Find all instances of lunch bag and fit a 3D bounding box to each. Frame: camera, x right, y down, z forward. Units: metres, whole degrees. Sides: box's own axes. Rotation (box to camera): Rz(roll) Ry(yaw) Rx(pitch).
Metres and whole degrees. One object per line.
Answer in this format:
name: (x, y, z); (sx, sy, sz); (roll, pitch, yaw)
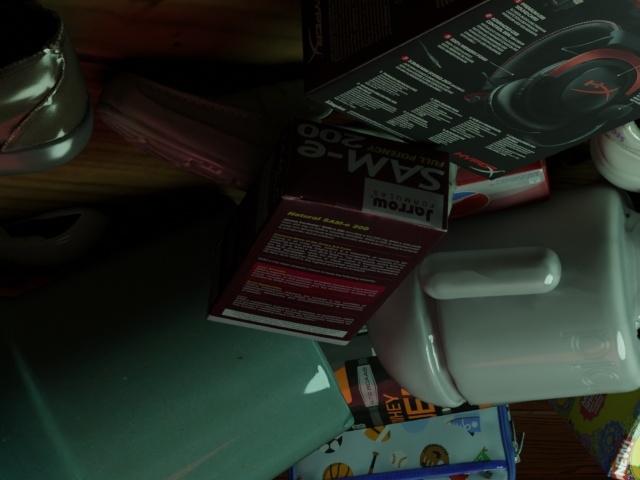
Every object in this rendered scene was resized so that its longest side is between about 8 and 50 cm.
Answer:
lunch bag: (0.106, 0.254, 1.955); (0.303, 0.243, 0.115); (-7, 162, 5)

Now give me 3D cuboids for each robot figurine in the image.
robot figurine: (0.193, 0.055, 1.486); (0.353, 0.200, 0.300); (-8, 161, 21)

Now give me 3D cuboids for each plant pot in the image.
plant pot: (-0.168, 0.148, 1.523); (0.334, 0.341, 0.341); (-29, 161, -2)

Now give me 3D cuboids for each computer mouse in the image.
computer mouse: (-0.299, 0.009, 1.523); (0.193, 0.042, 0.106); (-13, 159, 14)

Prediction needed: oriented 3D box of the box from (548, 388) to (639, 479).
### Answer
box: (0.446, 0.122, 1.636); (0.279, 0.290, 0.177); (18, -164, -19)

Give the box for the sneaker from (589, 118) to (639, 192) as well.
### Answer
sneaker: (0.395, -0.109, 1.363); (0.305, 0.114, 0.152); (-10, 162, 5)

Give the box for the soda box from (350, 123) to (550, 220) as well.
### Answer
soda box: (0.074, -0.061, 1.417); (0.263, 0.083, 0.092); (-12, 161, 10)

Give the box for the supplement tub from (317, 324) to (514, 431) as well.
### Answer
supplement tub: (0.095, 0.109, 1.747); (0.316, 0.193, 0.193); (-10, 161, 7)

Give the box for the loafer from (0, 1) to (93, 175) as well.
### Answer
loafer: (-0.337, -0.114, 1.068); (0.366, 0.134, 0.130); (-11, 140, -24)

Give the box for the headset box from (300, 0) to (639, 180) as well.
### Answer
headset box: (0.163, -0.164, 1.077); (0.293, 0.110, 0.218); (-23, 149, 40)

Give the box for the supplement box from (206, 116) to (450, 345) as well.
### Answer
supplement box: (0.000, 0.000, 1.218); (0.130, 0.073, 0.239); (12, 153, -14)

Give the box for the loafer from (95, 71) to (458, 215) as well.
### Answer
loafer: (-0.029, -0.088, 1.278); (0.319, 0.111, 0.112); (17, 180, -25)
